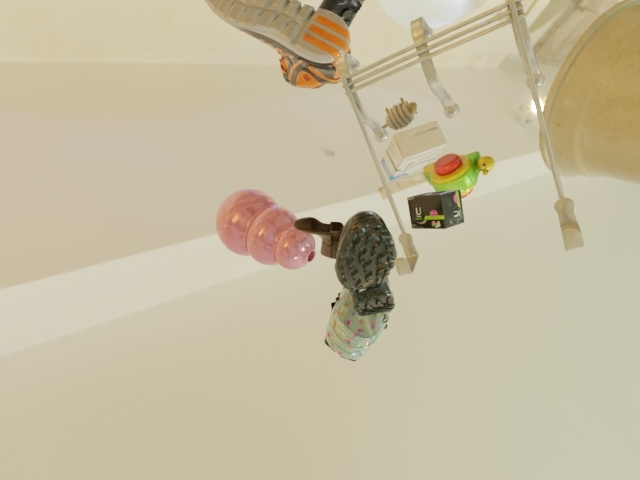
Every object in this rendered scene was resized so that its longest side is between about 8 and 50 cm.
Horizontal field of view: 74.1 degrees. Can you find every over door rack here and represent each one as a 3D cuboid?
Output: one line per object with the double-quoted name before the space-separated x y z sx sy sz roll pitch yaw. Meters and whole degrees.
"over door rack" 0.180 -0.131 0.571 0.108 0.240 0.324 -31 -75 -57

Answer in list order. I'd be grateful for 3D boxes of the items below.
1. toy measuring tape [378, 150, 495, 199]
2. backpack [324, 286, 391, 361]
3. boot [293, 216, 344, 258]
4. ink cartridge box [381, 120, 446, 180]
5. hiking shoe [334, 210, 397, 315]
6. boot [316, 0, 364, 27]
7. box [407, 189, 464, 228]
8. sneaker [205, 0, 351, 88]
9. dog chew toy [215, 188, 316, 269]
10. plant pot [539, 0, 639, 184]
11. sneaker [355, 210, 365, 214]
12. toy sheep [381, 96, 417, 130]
"toy measuring tape" 0.292 -0.147 1.124 0.121 0.330 0.121 25 -122 -47
"backpack" 0.083 0.186 0.998 0.152 0.115 0.182 25 -138 11
"boot" 0.000 0.000 0.889 0.106 0.114 0.037 9 -121 8
"ink cartridge box" 0.292 -0.281 1.359 0.148 0.203 0.086 -20 -99 -6
"hiking shoe" 0.077 0.032 0.818 0.113 0.304 0.132 -12 -126 -1
"boot" 0.041 -0.651 1.130 0.246 0.207 0.094 -18 -108 -49
"box" 0.206 -0.055 0.762 0.052 0.083 0.062 -16 -81 -30
"sneaker" -0.089 -0.396 0.828 0.321 0.180 0.124 36 -96 5
"dog chew toy" -0.152 -0.023 1.250 0.332 0.206 0.207 27 -140 30
"plant pot" 0.616 -0.210 0.709 0.334 0.333 0.305 -2 -150 -30
"sneaker" 0.179 0.014 1.516 0.110 0.122 0.283 39 -137 -47
"toy sheep" 0.254 -0.402 1.373 0.091 0.132 0.091 31 -136 -35
